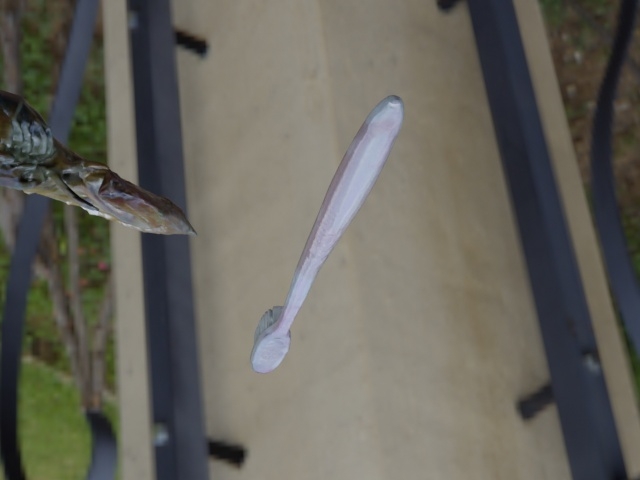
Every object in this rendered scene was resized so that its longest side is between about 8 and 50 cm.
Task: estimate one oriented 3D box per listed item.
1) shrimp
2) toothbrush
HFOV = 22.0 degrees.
[{"bbox_3d":[-0.149,-0.046,0.928,0.143,0.052,0.251,21,179,18],"label":"shrimp"},{"bbox_3d":[0.000,0.000,1.067,0.025,0.029,0.307,9,144,-14],"label":"toothbrush"}]
